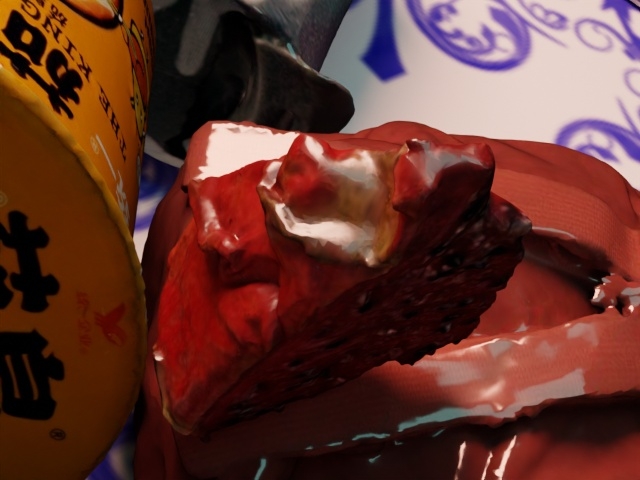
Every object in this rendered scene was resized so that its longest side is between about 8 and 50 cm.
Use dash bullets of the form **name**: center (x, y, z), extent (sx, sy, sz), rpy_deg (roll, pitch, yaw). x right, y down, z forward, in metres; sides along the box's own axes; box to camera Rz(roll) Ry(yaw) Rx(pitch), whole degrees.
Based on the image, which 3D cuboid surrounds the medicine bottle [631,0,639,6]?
- **medicine bottle**: center (0.252, -0.151, 0.953), extent (0.201, 0.052, 0.171), rpy_deg (36, 45, 8)

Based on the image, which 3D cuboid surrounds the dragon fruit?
- **dragon fruit**: center (-0.001, -0.003, 0.485), extent (0.097, 0.131, 0.063), rpy_deg (-17, 69, -16)

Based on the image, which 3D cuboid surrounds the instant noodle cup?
- **instant noodle cup**: center (-0.147, -0.032, 0.557), extent (0.216, 0.215, 0.172), rpy_deg (20, 37, -9)

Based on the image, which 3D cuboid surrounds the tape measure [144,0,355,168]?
- **tape measure**: center (-0.082, -0.172, 0.742), extent (0.275, 0.147, 0.256), rpy_deg (28, 44, -3)

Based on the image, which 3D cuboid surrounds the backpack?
- **backpack**: center (0.043, 0.049, 0.603), extent (0.229, 0.139, 0.229), rpy_deg (5, 50, -6)
